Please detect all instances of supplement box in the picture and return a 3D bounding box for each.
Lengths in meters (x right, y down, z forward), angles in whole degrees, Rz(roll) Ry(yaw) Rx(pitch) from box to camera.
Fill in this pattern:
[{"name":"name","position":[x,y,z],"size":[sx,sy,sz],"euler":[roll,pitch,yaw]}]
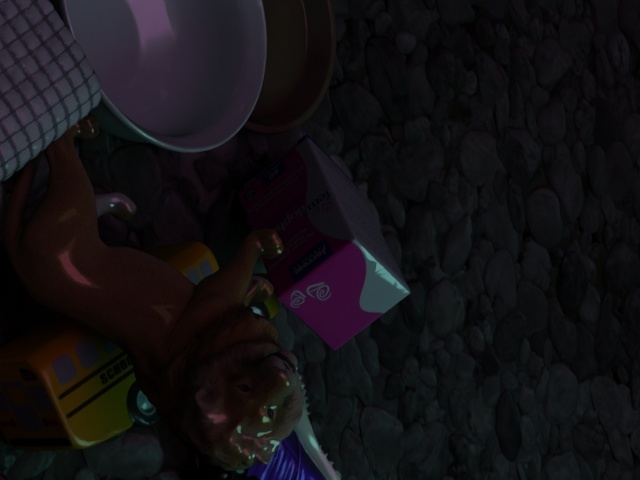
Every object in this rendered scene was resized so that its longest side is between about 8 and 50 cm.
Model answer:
[{"name":"supplement box","position":[0.000,0.000,1.773],"size":[0.114,0.111,0.220],"euler":[44,13,-37]}]

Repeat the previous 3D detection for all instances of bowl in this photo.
[{"name":"bowl","position":[-0.199,-0.226,1.633],"size":[0.298,0.134,0.298],"euler":[14,72,-49]}]

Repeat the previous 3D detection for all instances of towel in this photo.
[{"name":"towel","position":[-0.367,-0.169,1.419],"size":[0.235,0.121,0.284],"euler":[-43,102,-34]}]

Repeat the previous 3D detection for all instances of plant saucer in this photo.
[{"name":"plant saucer","position":[-0.083,-0.260,1.851],"size":[0.278,0.041,0.278],"euler":[7,81,-49]}]

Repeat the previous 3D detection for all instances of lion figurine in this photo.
[{"name":"lion figurine","position":[-0.175,0.049,1.500],"size":[0.392,0.142,0.240],"euler":[28,48,5]}]

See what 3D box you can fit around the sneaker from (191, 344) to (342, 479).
[{"name":"sneaker","position":[-0.072,0.252,1.765],"size":[0.146,0.102,0.293],"euler":[-35,122,-25]}]

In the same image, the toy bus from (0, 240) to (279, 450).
[{"name":"toy bus","position":[-0.188,0.102,1.632],"size":[0.332,0.108,0.130],"euler":[-37,111,-45]}]

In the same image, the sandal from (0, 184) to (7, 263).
[{"name":"sandal","position":[-0.332,0.012,1.496],"size":[0.102,0.076,0.265],"euler":[6,80,-49]}]
